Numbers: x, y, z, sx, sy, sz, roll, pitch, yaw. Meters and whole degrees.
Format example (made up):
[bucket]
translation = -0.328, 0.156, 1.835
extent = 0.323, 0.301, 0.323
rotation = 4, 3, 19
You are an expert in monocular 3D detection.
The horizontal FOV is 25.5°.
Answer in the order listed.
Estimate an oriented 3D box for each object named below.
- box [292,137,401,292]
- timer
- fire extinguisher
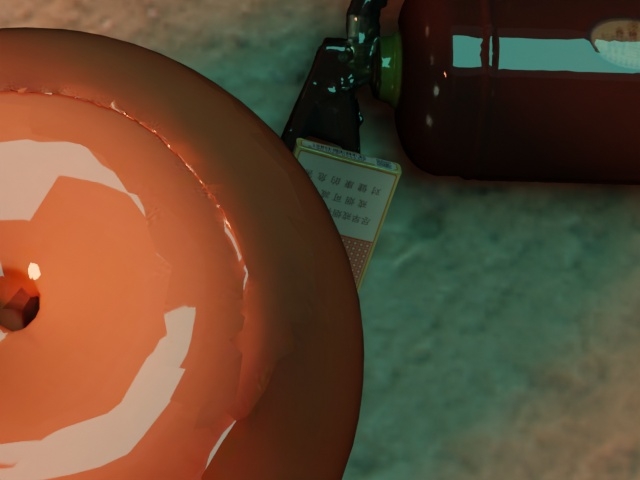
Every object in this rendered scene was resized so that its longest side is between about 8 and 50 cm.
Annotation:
[box]
translation = 0.000, 0.000, 0.602
extent = 0.046, 0.012, 0.083
rotation = 14, 116, -9
[timer]
translation = -0.100, 0.044, 0.494
extent = 0.230, 0.215, 0.229
rotation = 2, 73, -7
[fire extinguisher]
translation = 0.146, -0.059, 0.631
extent = 0.341, 0.105, 0.141
rotation = 1, 97, -5
